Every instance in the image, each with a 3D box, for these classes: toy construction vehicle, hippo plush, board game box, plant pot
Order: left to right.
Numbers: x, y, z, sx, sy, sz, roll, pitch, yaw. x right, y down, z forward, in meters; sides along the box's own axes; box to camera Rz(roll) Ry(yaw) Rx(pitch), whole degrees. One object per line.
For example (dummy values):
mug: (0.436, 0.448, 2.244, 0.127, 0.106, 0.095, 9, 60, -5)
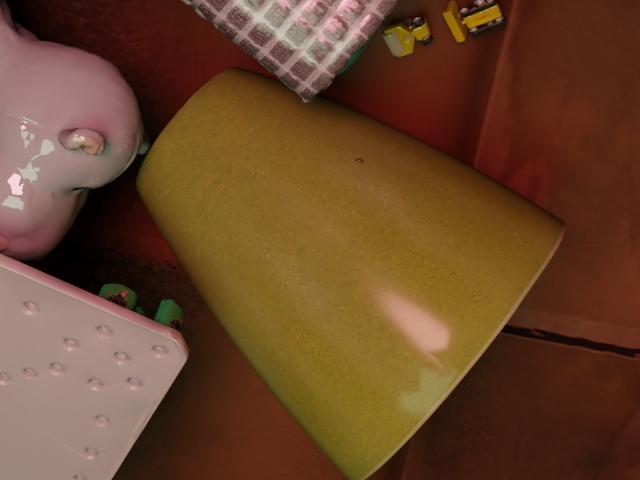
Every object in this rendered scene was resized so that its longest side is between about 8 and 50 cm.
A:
board game box: (-0.347, 0.110, 0.811, 0.390, 0.050, 0.390, 25, 127, -12)
hippo plush: (-0.247, -0.121, 0.799, 0.236, 0.234, 0.294, 37, 101, -6)
plant pot: (0.000, 0.000, 0.848, 0.293, 0.275, 0.275, 39, 122, 3)
toy construction vehicle: (0.089, -0.196, 0.823, 0.098, 0.035, 0.086, -20, 128, 24)

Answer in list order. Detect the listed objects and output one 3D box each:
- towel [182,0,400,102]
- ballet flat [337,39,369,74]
towel: (-0.007, -0.271, 0.680, 0.235, 0.121, 0.284, 37, 97, -14)
ballet flat: (-0.040, -0.241, 0.790, 0.087, 0.083, 0.247, -35, 108, 10)
